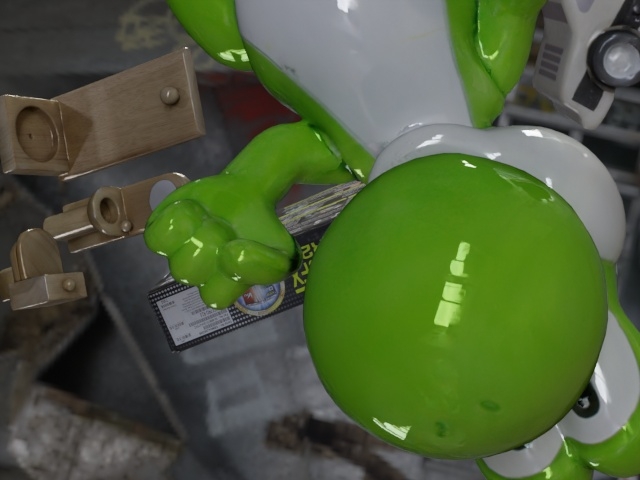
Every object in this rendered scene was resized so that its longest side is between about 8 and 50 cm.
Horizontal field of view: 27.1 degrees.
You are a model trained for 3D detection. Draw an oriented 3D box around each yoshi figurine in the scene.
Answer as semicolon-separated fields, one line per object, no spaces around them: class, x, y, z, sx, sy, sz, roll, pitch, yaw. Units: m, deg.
yoshi figurine;0.023;-0.061;0.527;0.362;0.203;0.203;62;147;11

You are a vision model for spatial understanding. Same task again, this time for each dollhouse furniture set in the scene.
dollhouse furniture set;-0.159;-0.037;0.798;0.151;0.123;0.144;-2;-101;-57

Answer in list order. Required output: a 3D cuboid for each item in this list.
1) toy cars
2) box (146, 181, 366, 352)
toy cars;0.215;-0.223;0.746;0.393;0.087;0.176;-53;15;50
box;0.000;0.000;1.185;0.216;0.270;0.060;-56;-56;-76
